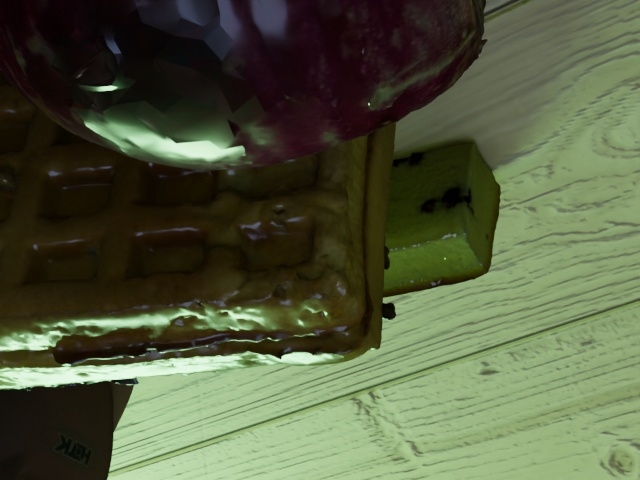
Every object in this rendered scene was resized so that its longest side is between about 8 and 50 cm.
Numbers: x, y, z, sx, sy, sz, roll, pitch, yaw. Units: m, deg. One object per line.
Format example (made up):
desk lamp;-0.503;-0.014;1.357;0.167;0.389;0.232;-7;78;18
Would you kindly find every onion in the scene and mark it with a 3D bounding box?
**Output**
onion;-0.052;-0.145;0.654;0.256;0.230;0.272;-26;121;35

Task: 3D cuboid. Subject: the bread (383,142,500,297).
bread;0.000;0.000;0.911;0.226;0.088;0.049;-13;133;24

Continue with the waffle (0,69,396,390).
waffle;-0.119;-0.029;0.818;0.327;0.224;0.098;-6;151;20

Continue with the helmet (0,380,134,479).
helmet;-0.284;0.181;1.042;0.338;0.197;0.271;-20;147;16
